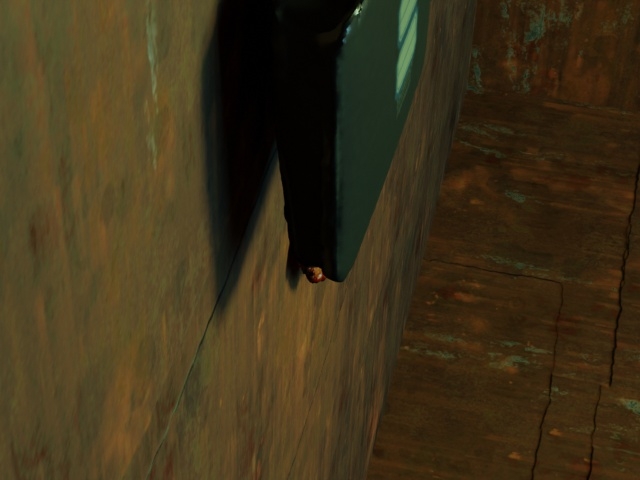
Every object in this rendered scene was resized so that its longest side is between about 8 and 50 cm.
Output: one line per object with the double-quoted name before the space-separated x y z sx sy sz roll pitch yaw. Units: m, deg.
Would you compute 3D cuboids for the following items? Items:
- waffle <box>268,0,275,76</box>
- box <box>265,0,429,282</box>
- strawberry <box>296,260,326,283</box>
"waffle" -0.007 -0.275 1.478 0.245 0.052 0.254 -58 155 -61
"box" 0.038 -0.184 1.445 0.350 0.091 0.359 88 19 -50
"strawberry" -0.003 -0.001 1.843 0.152 0.048 0.104 -11 118 -67
